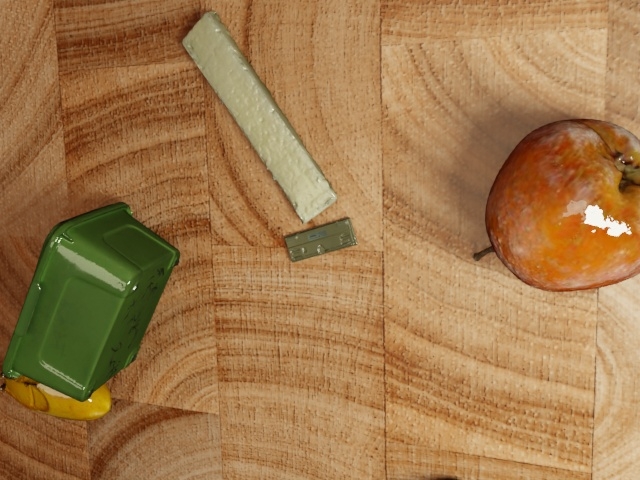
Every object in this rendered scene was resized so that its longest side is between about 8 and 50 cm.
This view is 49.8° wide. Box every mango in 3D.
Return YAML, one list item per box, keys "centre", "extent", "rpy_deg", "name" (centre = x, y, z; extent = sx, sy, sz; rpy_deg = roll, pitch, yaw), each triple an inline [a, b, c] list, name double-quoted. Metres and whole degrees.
- centre: [-0.522, 0.290, 1.380]
  extent: [0.252, 0.126, 0.153]
  rpy_deg: [15, 143, 22]
  name: "mango"

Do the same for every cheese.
- centre: [-0.107, -0.214, 1.183]
  extent: [0.085, 0.034, 0.400]
  rpy_deg: [-36, 84, 24]
  name: "cheese"

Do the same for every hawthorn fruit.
- centre: [0.334, -0.029, 0.910]
  extent: [0.231, 0.235, 0.262]
  rpy_deg: [27, 106, 19]
  name: "hawthorn fruit"

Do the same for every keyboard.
- centre: [0.000, 0.000, 1.182]
  extent: [0.129, 0.015, 0.049]
  rpy_deg: [-17, 86, 25]
  name: "keyboard"

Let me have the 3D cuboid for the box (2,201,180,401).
- centre: [-0.406, 0.115, 1.256]
  extent: [0.178, 0.253, 0.328]
  rpy_deg: [28, 110, 8]
  name: "box"

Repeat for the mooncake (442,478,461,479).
- centre: [0.208, 0.480, 1.120]
  extent: [0.169, 0.104, 0.175]
  rpy_deg: [16, 107, 17]
  name: "mooncake"
